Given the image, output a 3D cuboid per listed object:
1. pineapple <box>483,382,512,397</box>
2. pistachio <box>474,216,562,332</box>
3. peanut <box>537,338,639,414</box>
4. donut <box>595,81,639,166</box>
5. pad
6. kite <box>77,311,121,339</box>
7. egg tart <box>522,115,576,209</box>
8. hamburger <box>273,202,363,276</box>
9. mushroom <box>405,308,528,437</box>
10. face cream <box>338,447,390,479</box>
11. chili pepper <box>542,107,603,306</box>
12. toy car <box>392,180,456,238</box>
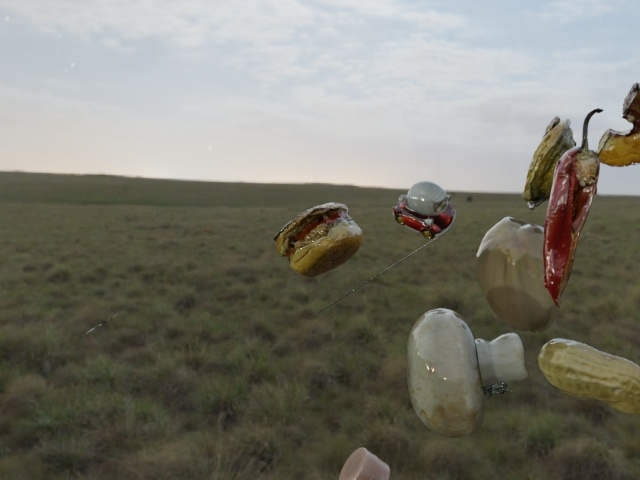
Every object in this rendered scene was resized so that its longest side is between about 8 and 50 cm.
[{"bbox_3d":[0.406,0.364,1.413,0.124,0.058,0.058,-5,6,-6],"label":"pineapple"},{"bbox_3d":[0.508,0.099,1.448,0.207,0.332,0.226,-16,18,18],"label":"pistachio"},{"bbox_3d":[0.701,0.343,1.432,0.305,0.147,0.147,16,9,14],"label":"peanut"},{"bbox_3d":[0.797,-0.286,1.443,0.141,0.217,0.085,25,40,6],"label":"donut"},{"bbox_3d":[0.153,0.110,1.412,0.375,0.063,0.315,-34,-7,10],"label":"pad"},{"bbox_3d":[-0.541,0.208,1.389,0.122,0.004,0.090,-35,8,-32],"label":"kite"},{"bbox_3d":[0.706,-0.225,1.732,0.132,0.297,0.297,25,12,16],"label":"egg tart"},{"bbox_3d":[0.000,0.000,1.622,0.244,0.163,0.244,-28,-9,-5],"label":"hamburger"},{"bbox_3d":[0.273,0.242,1.064,0.243,0.244,0.243,2,5,0],"label":"mushroom"},{"bbox_3d":[0.144,0.776,1.880,0.104,0.149,0.149,37,2,-7],"label":"face cream"},{"bbox_3d":[0.332,-0.044,0.765,0.059,0.268,0.050,-1,14,-33],"label":"chili pepper"},{"bbox_3d":[0.235,-0.084,1.301,0.139,0.112,0.112,20,51,27],"label":"toy car"}]
